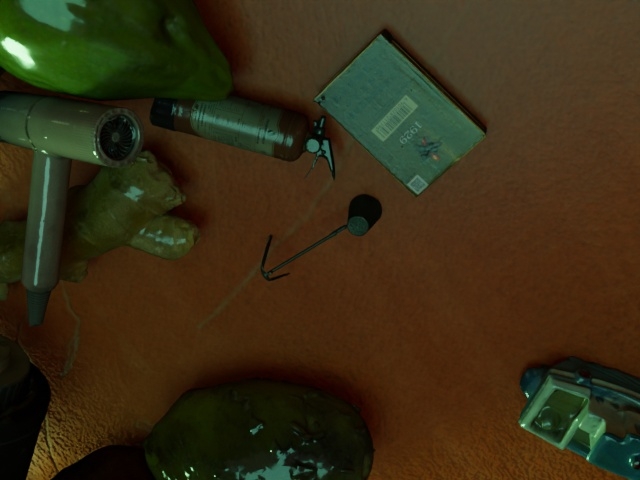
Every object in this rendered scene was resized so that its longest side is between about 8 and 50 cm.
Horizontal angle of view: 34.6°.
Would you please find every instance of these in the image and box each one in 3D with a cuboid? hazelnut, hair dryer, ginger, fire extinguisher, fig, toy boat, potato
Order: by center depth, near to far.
[{"bbox_3d":[-0.195,-0.192,0.868,0.233,0.167,0.167,38,118,11],"label":"fig"},{"bbox_3d":[-0.238,-0.019,0.926,0.195,0.054,0.220,12,102,44],"label":"hair dryer"},{"bbox_3d":[-0.066,-0.103,0.948,0.177,0.050,0.062,17,106,6],"label":"fire extinguisher"},{"bbox_3d":[0.290,0.194,0.981,0.215,0.102,0.088,24,120,0],"label":"toy boat"},{"bbox_3d":[-0.264,-0.010,1.030,0.299,0.065,0.118,-13,105,21],"label":"ginger"},{"bbox_3d":[-0.069,0.216,1.058,0.251,0.113,0.149,1,91,8],"label":"potato"},{"bbox_3d":[-0.237,0.319,1.134,0.178,0.178,0.204,34,112,-5],"label":"hazelnut"}]

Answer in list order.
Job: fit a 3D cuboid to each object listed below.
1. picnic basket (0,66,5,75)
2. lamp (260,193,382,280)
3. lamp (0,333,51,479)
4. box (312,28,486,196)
[{"bbox_3d":[-0.414,-0.207,0.926,0.165,0.139,0.266,-34,104,24],"label":"picnic basket"},{"bbox_3d":[0.001,0.000,0.979,0.121,0.054,0.041,-27,106,22],"label":"lamp"},{"bbox_3d":[-0.402,0.216,1.073,0.205,0.374,0.272,18,86,-10],"label":"lamp"},{"bbox_3d":[0.072,-0.113,0.928,0.133,0.023,0.090,42,118,-9],"label":"box"}]
